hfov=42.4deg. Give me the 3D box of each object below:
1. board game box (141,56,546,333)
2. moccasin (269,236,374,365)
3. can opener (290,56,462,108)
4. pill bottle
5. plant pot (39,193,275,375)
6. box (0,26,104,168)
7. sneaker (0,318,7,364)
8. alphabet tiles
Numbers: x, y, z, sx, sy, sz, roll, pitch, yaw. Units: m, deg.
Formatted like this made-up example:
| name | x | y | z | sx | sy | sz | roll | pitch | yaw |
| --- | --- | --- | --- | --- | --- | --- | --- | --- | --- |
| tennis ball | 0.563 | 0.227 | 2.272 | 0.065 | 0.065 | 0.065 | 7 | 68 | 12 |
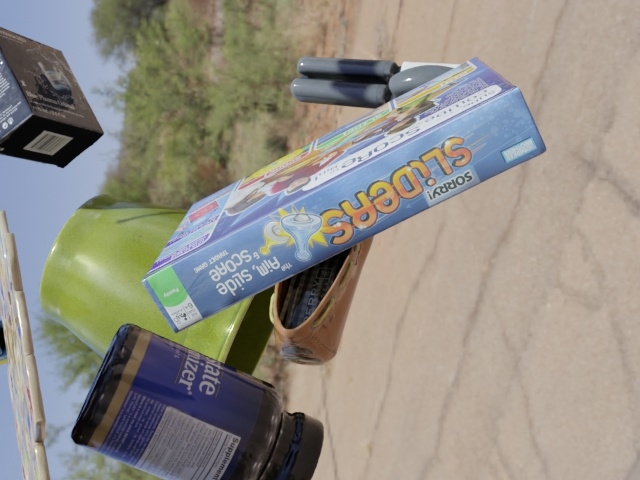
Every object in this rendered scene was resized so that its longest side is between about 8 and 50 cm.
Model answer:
| name | x | y | z | sx | sy | sz | roll | pitch | yaw |
| --- | --- | --- | --- | --- | --- | --- | --- | --- | --- |
| board game box | 0.010 | -0.032 | 0.451 | 0.035 | 0.201 | 0.136 | 61 | -169 | -15 |
| moccasin | -0.003 | 0.000 | 1.276 | 0.147 | 0.139 | 0.380 | 71 | -147 | -53 |
| can opener | 0.078 | -0.238 | 1.195 | 0.095 | 0.284 | 0.075 | 40 | -117 | -60 |
| pill bottle | -0.114 | 0.176 | 0.793 | 0.122 | 0.219 | 0.122 | -60 | 13 | 23 |
| plant pot | -0.269 | 0.093 | 1.421 | 0.366 | 0.353 | 0.366 | 22 | -90 | -82 |
| box | -0.411 | -0.199 | 1.151 | 0.158 | 0.093 | 0.156 | 60 | -163 | 14 |
| sneaker | -0.572 | 0.169 | 1.299 | 0.126 | 0.240 | 0.091 | -31 | 80 | 51 |
| alphabet tiles | -0.291 | 0.148 | 0.805 | 0.342 | 0.011 | 0.285 | 122 | 134 | -55 |
